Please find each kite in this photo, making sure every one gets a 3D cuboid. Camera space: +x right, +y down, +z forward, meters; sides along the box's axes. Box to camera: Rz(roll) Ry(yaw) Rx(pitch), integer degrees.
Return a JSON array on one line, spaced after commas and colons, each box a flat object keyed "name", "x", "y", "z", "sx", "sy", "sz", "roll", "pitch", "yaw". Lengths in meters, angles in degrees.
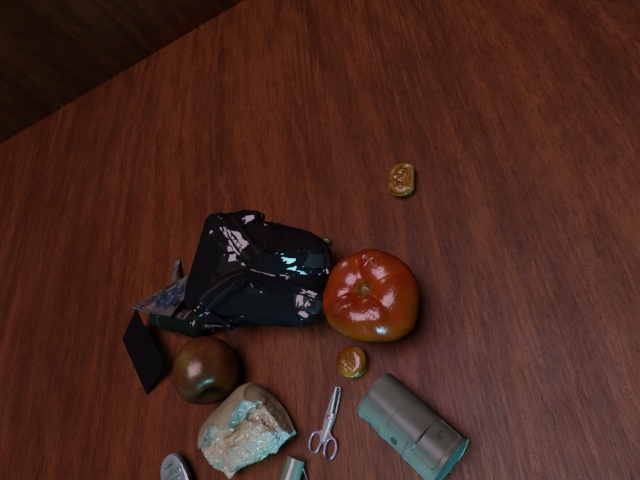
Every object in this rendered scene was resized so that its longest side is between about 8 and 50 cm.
[{"name": "kite", "x": -0.514, "y": 0.159, "z": 1.542, "sx": 0.335, "sy": 0.011, "sz": 0.314, "roll": -28, "pitch": 34, "yaw": 4}]

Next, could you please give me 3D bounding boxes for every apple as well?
[{"name": "apple", "x": -0.331, "y": 0.372, "z": 1.296, "sx": 0.188, "sy": 0.188, "sz": 0.174, "roll": -33, "pitch": 49, "yaw": 11}]

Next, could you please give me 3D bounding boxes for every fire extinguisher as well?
[{"name": "fire extinguisher", "x": -0.429, "y": 0.265, "z": 1.462, "sx": 0.294, "sy": 0.118, "sz": 0.093, "roll": 5, "pitch": 101, "yaw": 32}]

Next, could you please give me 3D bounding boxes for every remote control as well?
[{"name": "remote control", "x": -0.377, "y": 0.715, "z": 1.239, "sx": 0.097, "sy": 0.045, "sz": 0.256, "roll": -40, "pitch": 56, "yaw": 8}]

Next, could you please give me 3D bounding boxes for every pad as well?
[{"name": "pad", "x": -0.601, "y": 0.371, "z": 1.504, "sx": 0.243, "sy": 0.004, "sz": 0.164, "roll": 50, "pitch": 120, "yaw": 30}]

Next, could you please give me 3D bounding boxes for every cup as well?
[{"name": "cup", "x": -0.066, "y": 0.590, "z": 1.117, "sx": 0.075, "sy": 0.054, "sz": 0.083, "roll": 7, "pitch": 68, "yaw": 33}]

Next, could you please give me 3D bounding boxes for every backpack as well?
[{"name": "backpack", "x": -0.170, "y": 0.090, "z": 1.302, "sx": 0.445, "sy": 0.255, "sz": 0.363, "roll": 5, "pitch": 76, "yaw": 18}]

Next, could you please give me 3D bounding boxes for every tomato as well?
[{"name": "tomato", "x": 0.135, "y": 0.146, "z": 1.146, "sx": 0.259, "sy": 0.180, "sz": 0.260, "roll": -11, "pitch": 60, "yaw": 21}]

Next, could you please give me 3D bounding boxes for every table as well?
[{"name": "table", "x": 0.203, "y": 0.418, "z": 1.006, "sx": 0.220, "sy": 0.126, "sz": 0.126, "roll": 34, "pitch": 86, "yaw": 36}]

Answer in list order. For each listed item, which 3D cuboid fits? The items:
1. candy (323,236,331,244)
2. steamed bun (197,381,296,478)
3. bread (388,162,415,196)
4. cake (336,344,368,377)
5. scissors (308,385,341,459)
[{"name": "candy", "x": 0.000, "y": 0.000, "z": 1.400, "sx": 0.083, "sy": 0.025, "sz": 0.023, "roll": 5, "pitch": 102, "yaw": 44}, {"name": "steamed bun", "x": -0.211, "y": 0.504, "z": 1.173, "sx": 0.225, "sy": 0.170, "sz": 0.200, "roll": -45, "pitch": 58, "yaw": 4}, {"name": "bread", "x": 0.243, "y": -0.180, "z": 1.335, "sx": 0.083, "sy": 0.044, "sz": 0.111, "roll": -8, "pitch": 61, "yaw": 30}, {"name": "cake", "x": 0.084, "y": 0.317, "z": 1.175, "sx": 0.084, "sy": 0.044, "sz": 0.084, "roll": -12, "pitch": 63, "yaw": 25}, {"name": "scissors", "x": 0.023, "y": 0.463, "z": 1.150, "sx": 0.085, "sy": 0.022, "sz": 0.176, "roll": 7, "pitch": 74, "yaw": 36}]
